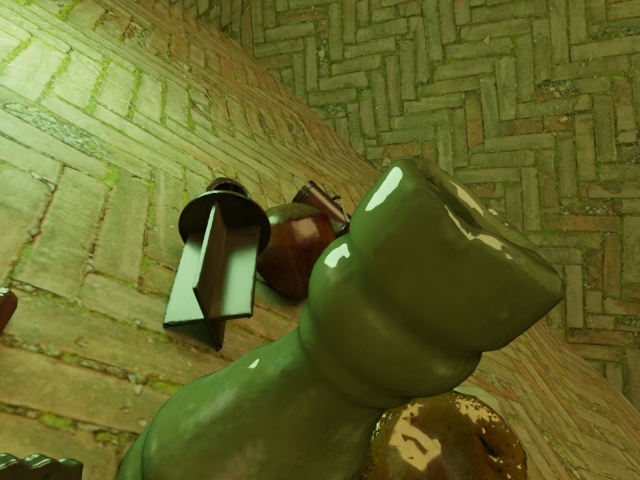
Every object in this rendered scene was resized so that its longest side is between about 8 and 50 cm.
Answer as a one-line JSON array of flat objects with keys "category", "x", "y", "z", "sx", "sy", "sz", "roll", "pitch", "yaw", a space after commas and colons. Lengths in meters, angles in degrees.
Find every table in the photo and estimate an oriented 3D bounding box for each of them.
[{"category": "table", "x": -0.169, "y": 0.049, "z": 0.772, "sx": 0.167, "sy": 0.167, "sz": 0.227, "roll": 30, "pitch": 32, "yaw": -24}]

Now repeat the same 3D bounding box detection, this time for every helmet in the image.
[{"category": "helmet", "x": -0.210, "y": -0.087, "z": 1.084, "sx": 0.111, "sy": 0.057, "sz": 0.089, "roll": 41, "pitch": 62, "yaw": 15}]

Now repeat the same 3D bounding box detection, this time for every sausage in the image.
[{"category": "sausage", "x": -0.357, "y": 0.098, "z": 0.492, "sx": 0.147, "sy": 0.035, "sz": 0.030, "roll": -102, "pitch": 169, "yaw": -58}]

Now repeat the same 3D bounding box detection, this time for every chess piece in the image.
[{"category": "chess piece", "x": 0.009, "y": 0.137, "z": 0.460, "sx": 0.234, "sy": 0.442, "sz": 0.234, "roll": 33, "pitch": 21, "yaw": -14}]

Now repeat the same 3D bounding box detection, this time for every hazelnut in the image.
[{"category": "hazelnut", "x": -0.052, "y": 0.020, "z": 0.984, "sx": 0.214, "sy": 0.176, "sz": 0.214, "roll": 30, "pitch": 49, "yaw": -43}]

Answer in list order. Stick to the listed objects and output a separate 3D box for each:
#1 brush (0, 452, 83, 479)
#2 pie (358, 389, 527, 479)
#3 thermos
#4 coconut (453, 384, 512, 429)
[{"category": "brush", "x": -0.324, "y": 0.193, "z": 0.318, "sx": 0.301, "sy": 0.071, "sz": 0.084, "roll": 17, "pitch": 34, "yaw": -36}, {"category": "pie", "x": 0.186, "y": 0.353, "z": 0.711, "sx": 0.273, "sy": 0.069, "sz": 0.273, "roll": 4, "pitch": 61, "yaw": -7}, {"category": "thermos", "x": 0.026, "y": -0.068, "z": 1.413, "sx": 0.232, "sy": 0.099, "sz": 0.124, "roll": 44, "pitch": 58, "yaw": 5}, {"category": "coconut", "x": 0.270, "y": 0.347, "z": 0.866, "sx": 0.183, "sy": 0.171, "sz": 0.171, "roll": 15, "pitch": 32, "yaw": -37}]
